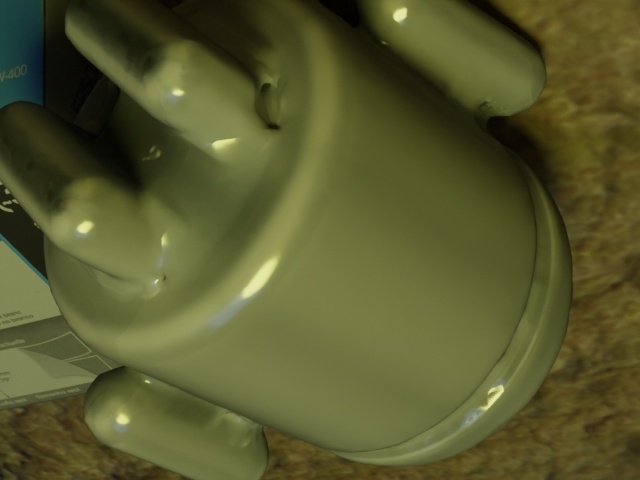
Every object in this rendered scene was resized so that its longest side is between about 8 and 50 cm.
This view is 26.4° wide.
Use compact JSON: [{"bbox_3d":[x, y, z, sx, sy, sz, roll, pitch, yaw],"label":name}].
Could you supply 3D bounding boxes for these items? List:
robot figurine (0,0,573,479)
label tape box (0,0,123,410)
[{"bbox_3d":[0.000,0.000,0.720,0.353,0.200,0.300,32,100,-43],"label":"robot figurine"},{"bbox_3d":[-0.212,-0.038,0.830,0.241,0.106,0.333,-14,135,28],"label":"label tape box"}]
